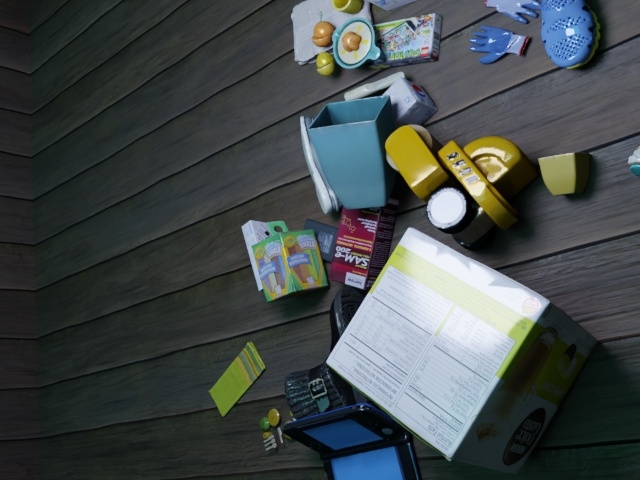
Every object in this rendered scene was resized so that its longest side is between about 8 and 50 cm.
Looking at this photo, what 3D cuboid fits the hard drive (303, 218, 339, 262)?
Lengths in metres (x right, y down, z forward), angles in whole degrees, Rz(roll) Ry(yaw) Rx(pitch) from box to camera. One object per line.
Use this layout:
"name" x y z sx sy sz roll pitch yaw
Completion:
"hard drive" 0.000 0.000 2.090 0.135 0.022 0.094 19 97 42

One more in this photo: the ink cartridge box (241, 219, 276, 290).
"ink cartridge box" -0.153 0.046 2.175 0.046 0.097 0.207 -34 63 35

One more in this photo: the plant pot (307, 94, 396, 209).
"plant pot" 0.096 -0.202 1.830 0.166 0.165 0.234 -4 118 22

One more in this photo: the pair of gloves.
"pair of gloves" 0.430 -0.505 1.768 0.159 0.023 0.198 25 100 44

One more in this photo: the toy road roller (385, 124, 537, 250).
"toy road roller" 0.326 -0.156 1.704 0.241 0.202 0.329 -41 58 14

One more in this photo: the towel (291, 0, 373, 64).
"towel" 0.028 -0.619 2.138 0.282 0.049 0.187 -15 75 40

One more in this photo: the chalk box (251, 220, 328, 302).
"chalk box" -0.088 0.045 2.063 0.132 0.132 0.212 -23 80 45

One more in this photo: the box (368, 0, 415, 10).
"box" 0.218 -0.678 1.932 0.203 0.103 0.114 -4 81 42

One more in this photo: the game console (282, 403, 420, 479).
"game console" 0.074 0.544 1.850 0.293 0.250 0.173 -25 41 37

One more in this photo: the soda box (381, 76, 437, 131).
"soda box" 0.155 -0.278 1.937 0.286 0.098 0.091 -44 57 30

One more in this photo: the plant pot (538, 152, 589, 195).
"plant pot" 0.516 -0.137 1.598 0.082 0.081 0.083 -5 90 42

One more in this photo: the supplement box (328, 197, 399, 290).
"supplement box" 0.110 0.000 1.955 0.130 0.073 0.239 13 94 43

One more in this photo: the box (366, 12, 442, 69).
"box" 0.214 -0.510 1.958 0.207 0.036 0.114 3 86 43

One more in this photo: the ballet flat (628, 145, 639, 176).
"ballet flat" 0.702 -0.143 1.426 0.241 0.091 0.077 22 77 39

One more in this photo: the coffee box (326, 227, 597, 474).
"coffee box" 0.288 0.229 1.532 0.338 0.338 0.334 32 91 40

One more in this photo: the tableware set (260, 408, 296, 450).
"tableware set" -0.111 0.516 2.121 0.154 0.024 0.104 -39 56 34

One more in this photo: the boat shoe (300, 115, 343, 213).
"boat shoe" 0.016 -0.216 2.081 0.099 0.116 0.319 -15 59 -4

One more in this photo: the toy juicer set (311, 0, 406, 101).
"toy juicer set" 0.067 -0.492 1.999 0.209 0.090 0.328 -39 63 30

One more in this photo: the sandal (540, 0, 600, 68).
"sandal" 0.507 -0.519 1.622 0.126 0.138 0.317 -17 74 38

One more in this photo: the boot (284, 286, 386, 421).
"boot" 0.022 0.312 1.951 0.260 0.131 0.347 -21 70 39

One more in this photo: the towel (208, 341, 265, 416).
"towel" -0.251 0.415 2.264 0.237 0.021 0.102 -51 53 25
